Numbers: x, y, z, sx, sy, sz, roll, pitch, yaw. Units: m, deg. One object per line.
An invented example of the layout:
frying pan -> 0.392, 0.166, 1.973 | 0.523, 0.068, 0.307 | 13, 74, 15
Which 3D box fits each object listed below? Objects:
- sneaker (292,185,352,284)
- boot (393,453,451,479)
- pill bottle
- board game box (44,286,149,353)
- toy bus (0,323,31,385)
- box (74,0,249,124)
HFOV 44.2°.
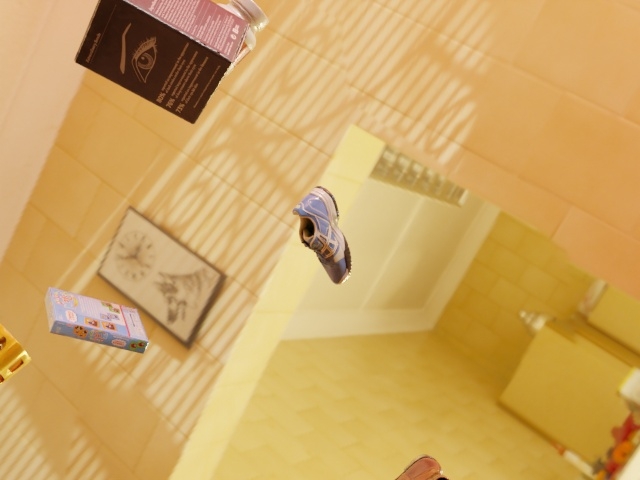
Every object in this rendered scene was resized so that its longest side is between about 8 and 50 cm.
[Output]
sneaker -> 0.000, 0.000, 1.552 | 0.081, 0.080, 0.211 | -34, -62, -29
boot -> 0.180, 0.591, 1.696 | 0.264, 0.096, 0.280 | -42, -4, -2
pill bottle -> -0.213, -0.409, 1.635 | 0.216, 0.121, 0.121 | -46, -28, 0
board game box -> -0.502, 0.178, 1.765 | 0.211, 0.160, 0.039 | 20, -76, -29
toy bus -> -0.658, 0.254, 1.513 | 0.202, 0.104, 0.191 | -56, -17, 21
box -> -0.238, -0.297, 1.181 | 0.153, 0.207, 0.108 | -45, 24, 44
